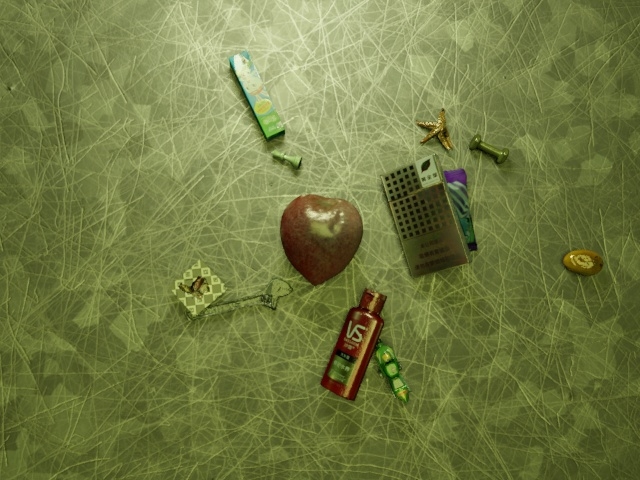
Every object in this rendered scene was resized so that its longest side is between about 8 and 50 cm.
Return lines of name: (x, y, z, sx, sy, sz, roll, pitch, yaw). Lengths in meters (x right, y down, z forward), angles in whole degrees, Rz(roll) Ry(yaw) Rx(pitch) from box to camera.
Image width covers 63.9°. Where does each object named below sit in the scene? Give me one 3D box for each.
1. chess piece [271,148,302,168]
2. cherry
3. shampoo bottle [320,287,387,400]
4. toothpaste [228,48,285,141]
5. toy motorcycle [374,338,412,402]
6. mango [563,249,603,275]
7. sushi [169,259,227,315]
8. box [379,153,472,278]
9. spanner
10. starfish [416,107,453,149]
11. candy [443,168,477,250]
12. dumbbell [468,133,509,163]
chess piece: (-0.103, -0.248, 1.532, 0.093, 0.042, 0.042, 22, 86, 5)
cherry: (0.000, -0.010, 1.451, 0.239, 0.206, 0.239, -2, 122, -3)
shampoo bottle: (0.104, 0.294, 1.479, 0.118, 0.076, 0.314, 19, 85, 42)
toothpaste: (-0.189, -0.431, 1.531, 0.065, 0.050, 0.267, -25, 89, -7)
toy motorcycle: (0.202, 0.366, 1.475, 0.074, 0.106, 0.190, -24, 87, -3)
mango: (0.793, 0.067, 1.551, 0.114, 0.057, 0.079, 5, 90, 6)
sushi: (-0.355, 0.138, 1.502, 0.126, 0.026, 0.120, -42, 87, -9)
box: (0.304, -0.067, 1.493, 0.180, 0.047, 0.325, -19, 88, 31)
spanner: (-0.239, 0.182, 1.505, 0.325, 0.026, 0.093, -13, 86, -3)
starfish: (0.357, -0.349, 1.559, 0.133, 0.041, 0.130, 19, 84, -2)
candy: (0.385, -0.086, 1.531, 0.145, 0.070, 0.275, -10, 91, -10)
dumbbell: (0.511, -0.277, 1.557, 0.117, 0.052, 0.046, 27, 42, -1)
